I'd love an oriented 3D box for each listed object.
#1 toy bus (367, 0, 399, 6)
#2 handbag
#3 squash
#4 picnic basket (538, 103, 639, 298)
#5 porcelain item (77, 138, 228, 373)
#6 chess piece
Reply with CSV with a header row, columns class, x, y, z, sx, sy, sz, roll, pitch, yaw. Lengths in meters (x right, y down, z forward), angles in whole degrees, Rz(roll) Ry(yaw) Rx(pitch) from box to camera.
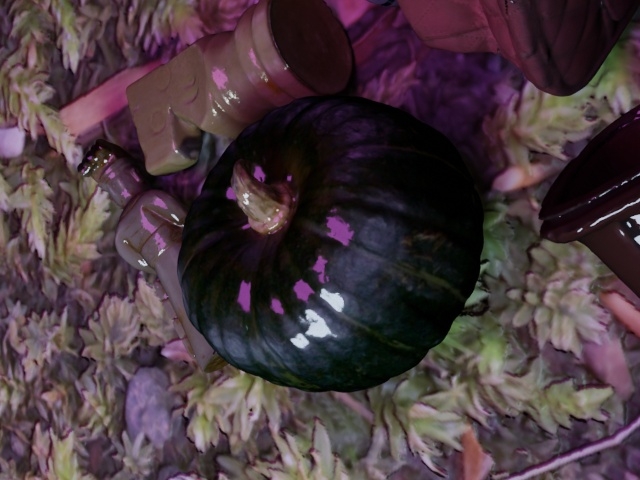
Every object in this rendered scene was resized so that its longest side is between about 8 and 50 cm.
class,x,y,z,sx,sy,sz,roll,pitch,yaw
toy bus,0.068,-0.248,0.794,0.087,0.098,0.178,36,108,26
handbag,0.116,-0.189,0.687,0.135,0.225,0.146,27,79,28
squash,0.004,0.003,0.799,0.218,0.172,0.218,1,91,32
picnic basket,0.275,-0.053,0.614,0.297,0.222,0.129,-32,97,31
porcelain item,-0.125,0.005,0.957,0.084,0.054,0.213,-47,68,24
chess piece,-0.076,-0.119,0.911,0.200,0.090,0.090,-21,80,40
